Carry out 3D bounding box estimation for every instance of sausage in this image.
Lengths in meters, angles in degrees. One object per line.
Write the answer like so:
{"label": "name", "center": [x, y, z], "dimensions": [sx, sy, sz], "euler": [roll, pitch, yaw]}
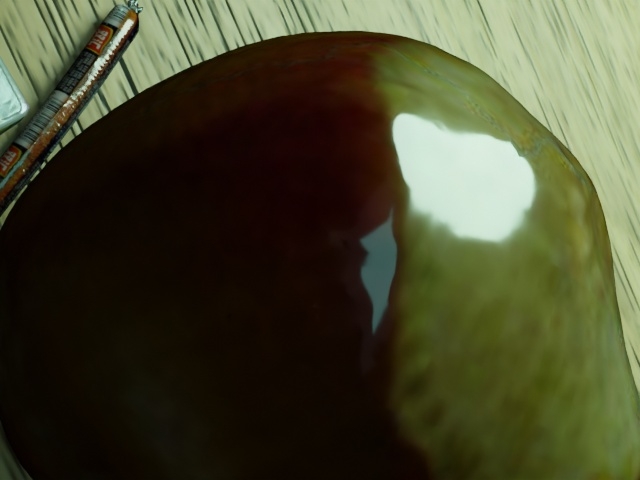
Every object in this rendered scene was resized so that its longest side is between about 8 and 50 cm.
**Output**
{"label": "sausage", "center": [-0.176, -0.084, 0.753], "dimensions": [0.028, 0.025, 0.198], "euler": [28, 72, 14]}

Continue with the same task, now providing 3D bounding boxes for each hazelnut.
{"label": "hazelnut", "center": [0.000, 0.061, 0.647], "dimensions": [0.365, 0.366, 0.366], "euler": [2, 85, -23]}

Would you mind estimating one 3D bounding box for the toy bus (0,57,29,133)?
{"label": "toy bus", "center": [-0.253, -0.135, 0.708], "dimensions": [0.072, 0.057, 0.172], "euler": [-33, 99, -32]}
